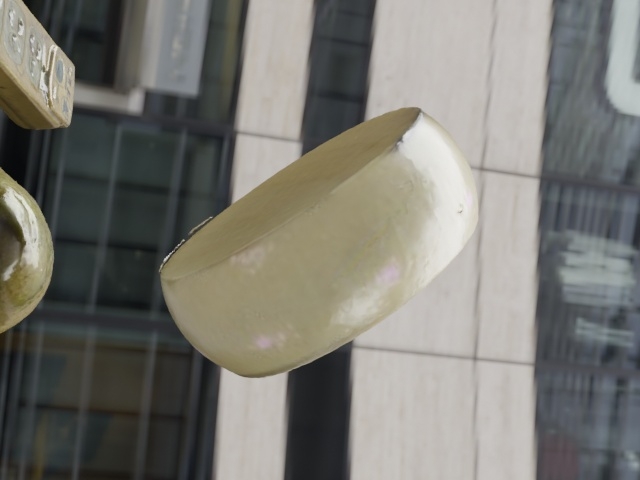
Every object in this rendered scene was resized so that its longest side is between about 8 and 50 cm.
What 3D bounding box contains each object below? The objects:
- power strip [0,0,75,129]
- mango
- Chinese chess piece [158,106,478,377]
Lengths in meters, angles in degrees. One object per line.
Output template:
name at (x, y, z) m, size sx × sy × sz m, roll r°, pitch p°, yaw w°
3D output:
power strip at (-0.232, -0.146, 0.993) m, size 0.305 × 0.044 × 0.064 m, roll 67°, pitch 25°, yaw -74°
mango at (-0.328, -0.002, 1.225) m, size 0.329 × 0.176 × 0.175 m, roll 11°, pitch -116°, yaw 43°
Chinese chess piece at (0.000, 0.000, 1.041) m, size 0.097 × 0.251 × 0.251 m, roll 57°, pitch -15°, yaw -12°
